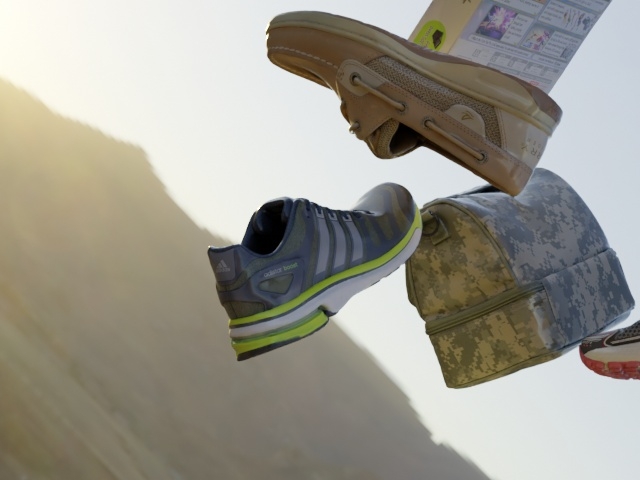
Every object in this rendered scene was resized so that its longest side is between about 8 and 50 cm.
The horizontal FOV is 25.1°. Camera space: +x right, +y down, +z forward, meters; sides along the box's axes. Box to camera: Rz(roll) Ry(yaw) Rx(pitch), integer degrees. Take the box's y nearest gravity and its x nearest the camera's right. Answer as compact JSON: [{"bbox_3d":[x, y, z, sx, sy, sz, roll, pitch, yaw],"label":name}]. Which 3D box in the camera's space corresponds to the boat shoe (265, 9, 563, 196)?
[{"bbox_3d":[0.069,-0.140,1.434,0.341,0.110,0.121,23,-3,33],"label":"boat shoe"}]

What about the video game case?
[{"bbox_3d":[0.221,-0.250,1.679,0.061,0.244,0.269,45,22,28],"label":"video game case"}]

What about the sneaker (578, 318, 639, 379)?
[{"bbox_3d":[0.440,0.081,1.659,0.121,0.299,0.112,31,39,-64],"label":"sneaker"}]

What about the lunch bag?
[{"bbox_3d":[0.265,0.039,1.984,0.212,0.305,0.256,-24,-94,39],"label":"lunch bag"}]

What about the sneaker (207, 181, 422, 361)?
[{"bbox_3d":[0.000,0.000,1.443,0.111,0.300,0.121,-12,-72,39],"label":"sneaker"}]
